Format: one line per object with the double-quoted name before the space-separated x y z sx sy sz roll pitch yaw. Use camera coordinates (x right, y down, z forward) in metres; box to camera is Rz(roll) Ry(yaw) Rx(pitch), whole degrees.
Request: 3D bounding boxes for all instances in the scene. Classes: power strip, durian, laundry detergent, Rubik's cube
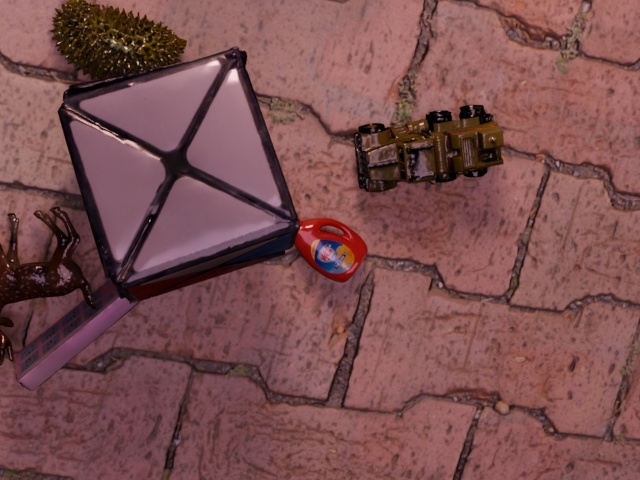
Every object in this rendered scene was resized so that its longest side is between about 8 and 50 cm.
"power strip" -0.415 0.151 1.936 0.279 0.109 0.037 -39 114 0
"durian" -0.338 -0.317 1.837 0.221 0.095 0.137 22 99 -11
"laundry detergent" 0.000 0.000 2.020 0.165 0.049 0.097 35 88 -18
"Rubik's cube" -0.222 -0.095 1.775 0.307 0.305 0.310 -17 84 -6

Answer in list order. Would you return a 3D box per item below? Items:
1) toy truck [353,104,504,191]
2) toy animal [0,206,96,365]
"toy truck" 0.191 -0.154 1.982 0.257 0.127 0.127 -9 108 -6
"toy animal" -0.506 0.083 1.891 0.244 0.087 0.259 -6 94 15
